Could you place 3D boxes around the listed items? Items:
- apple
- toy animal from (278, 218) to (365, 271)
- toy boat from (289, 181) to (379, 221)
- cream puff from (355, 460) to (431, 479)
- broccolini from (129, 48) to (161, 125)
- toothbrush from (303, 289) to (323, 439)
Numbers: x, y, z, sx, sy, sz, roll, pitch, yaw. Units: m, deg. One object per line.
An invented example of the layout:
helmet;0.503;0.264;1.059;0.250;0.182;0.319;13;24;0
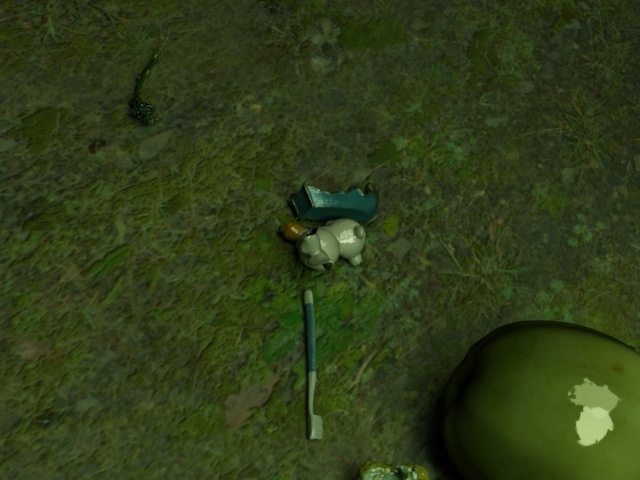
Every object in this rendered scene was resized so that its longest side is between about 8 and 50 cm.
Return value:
apple;0.377;0.296;1.479;0.357;0.357;0.357;14;54;-20
toy animal;0.000;0.000;1.620;0.182;0.127;0.131;-22;78;-49
toy boat;0.035;-0.081;1.718;0.185;0.075;0.077;3;66;-29
cream puff;0.116;0.409;1.405;0.156;0.156;0.121;-51;121;-40
broccolini;-0.326;-0.290;1.690;0.052;0.054;0.194;1;55;-5
toothbrush;-0.013;0.206;1.539;0.025;0.019;0.275;15;53;-26
